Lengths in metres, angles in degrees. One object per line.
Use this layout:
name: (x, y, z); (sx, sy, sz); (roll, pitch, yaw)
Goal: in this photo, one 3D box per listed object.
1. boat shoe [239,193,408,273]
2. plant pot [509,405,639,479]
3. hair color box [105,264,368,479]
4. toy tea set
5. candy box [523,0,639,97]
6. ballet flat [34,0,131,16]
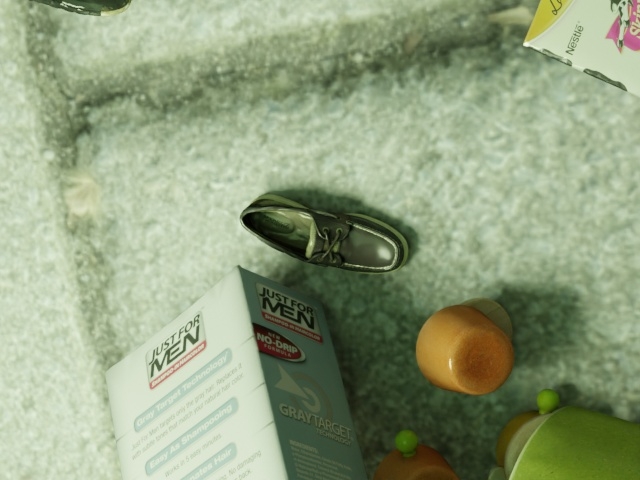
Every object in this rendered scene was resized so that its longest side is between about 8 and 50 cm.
boat shoe: (0.000, 0.000, 1.481); (0.152, 0.049, 0.056); (13, 108, 17)
plant pot: (0.310, 0.281, 1.288); (0.293, 0.275, 0.274); (6, 106, 30)
hair color box: (-0.058, 0.229, 1.408); (0.185, 0.114, 0.374); (-38, 48, 28)
toy tea set: (0.119, 0.218, 1.464); (0.200, 0.124, 0.336); (17, 92, -19)
candy box: (0.296, -0.180, 1.310); (0.233, 0.071, 0.159); (26, 112, 14)
ballet flat: (-0.247, -0.236, 1.525); (0.173, 0.049, 0.057); (16, 74, 13)
